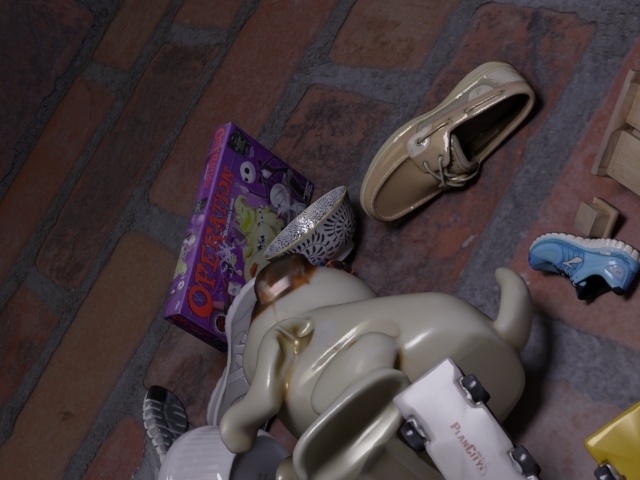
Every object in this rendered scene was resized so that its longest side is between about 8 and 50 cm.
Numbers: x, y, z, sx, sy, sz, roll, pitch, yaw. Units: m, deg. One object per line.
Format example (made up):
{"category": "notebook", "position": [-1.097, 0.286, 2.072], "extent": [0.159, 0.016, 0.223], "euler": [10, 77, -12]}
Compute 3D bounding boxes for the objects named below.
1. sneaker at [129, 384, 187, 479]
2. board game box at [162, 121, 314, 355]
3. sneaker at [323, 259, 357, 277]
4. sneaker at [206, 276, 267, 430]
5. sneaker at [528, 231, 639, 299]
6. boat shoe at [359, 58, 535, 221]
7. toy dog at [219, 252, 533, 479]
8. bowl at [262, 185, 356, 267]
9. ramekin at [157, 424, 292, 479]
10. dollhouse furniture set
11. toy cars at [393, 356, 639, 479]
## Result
{"category": "sneaker", "position": [-0.277, 0.348, 1.934], "extent": [0.132, 0.086, 0.229], "euler": [-45, 36, 21]}
{"category": "board game box", "position": [-0.123, 0.010, 1.902], "extent": [0.056, 0.208, 0.347], "euler": [-18, 50, 44]}
{"category": "sneaker", "position": [-0.005, 0.140, 1.776], "extent": [0.087, 0.083, 0.221], "euler": [-28, 37, 59]}
{"category": "sneaker", "position": [-0.082, 0.184, 1.773], "extent": [0.115, 0.105, 0.281], "euler": [37, 120, 50]}
{"category": "sneaker", "position": [0.312, 0.034, 1.458], "extent": [0.162, 0.063, 0.073], "euler": [4, 70, 53]}
{"category": "boat shoe", "position": [0.181, -0.129, 1.724], "extent": [0.302, 0.109, 0.098], "euler": [-42, 35, 12]}
{"category": "toy dog", "position": [0.040, 0.154, 1.516], "extent": [0.395, 0.284, 0.408], "euler": [-59, 31, -4]}
{"category": "bowl", "position": [0.000, 0.000, 1.846], "extent": [0.170, 0.080, 0.170], "euler": [-40, 11, 9]}
{"category": "ramekin", "position": [-0.113, 0.349, 1.623], "extent": [0.109, 0.207, 0.207], "euler": [-15, 51, 34]}
{"category": "dollhouse furniture set", "position": [0.490, -0.098, 1.353], "extent": [0.303, 0.173, 0.356], "euler": [51, 130, 53]}
{"category": "toy cars", "position": [0.259, 0.242, 1.236], "extent": [0.393, 0.087, 0.176], "euler": [10, 77, 24]}
